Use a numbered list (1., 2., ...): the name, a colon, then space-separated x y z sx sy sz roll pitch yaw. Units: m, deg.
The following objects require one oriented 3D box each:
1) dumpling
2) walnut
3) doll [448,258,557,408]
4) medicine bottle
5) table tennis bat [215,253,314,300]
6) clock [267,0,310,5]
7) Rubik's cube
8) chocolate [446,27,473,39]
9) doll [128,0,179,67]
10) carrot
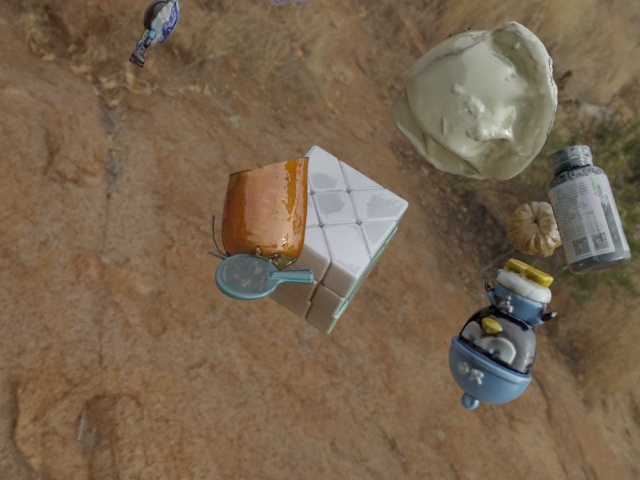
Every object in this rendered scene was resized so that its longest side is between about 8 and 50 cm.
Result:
1. dumpling: 0.328 -0.273 1.425 0.316 0.395 0.233 52 51 -5
2. walnut: 0.588 -0.028 1.882 0.184 0.155 0.155 24 40 -65
3. doll: 0.353 0.195 1.375 0.141 0.314 0.177 9 15 -47
4. medicine bottle: 0.628 -0.075 1.651 0.141 0.141 0.293 4 70 -51
5. table tennis bat: -0.112 0.074 1.403 0.201 0.033 0.124 0 43 -8
6. clock: -0.036 -0.741 1.771 0.322 0.295 0.113 93 -18 -74
7. Rubik's cube: 0.000 0.000 1.891 0.318 0.316 0.322 33 55 7
8. chocolate: 0.387 -0.391 1.700 0.261 0.083 0.161 51 -11 -9
9. doll: -0.347 -0.461 1.478 0.070 0.096 0.195 32 78 -25
10. carrot: -0.133 -0.037 1.573 0.214 0.193 0.331 6 82 -31
